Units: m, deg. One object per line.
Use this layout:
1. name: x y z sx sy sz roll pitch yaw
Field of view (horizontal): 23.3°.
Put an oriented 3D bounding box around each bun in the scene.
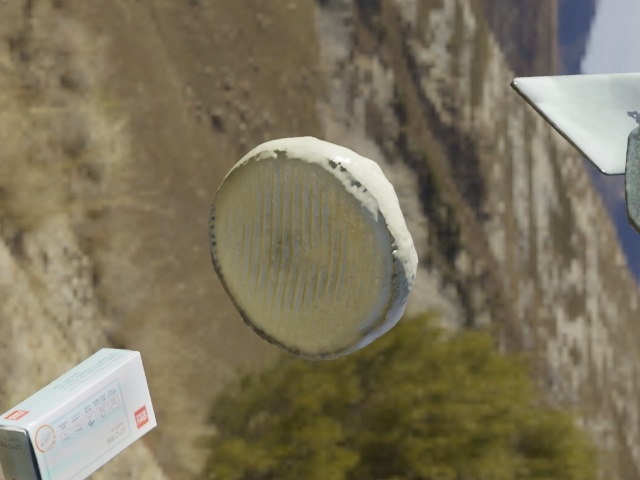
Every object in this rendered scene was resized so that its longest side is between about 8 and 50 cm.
1. bun: 0.000 0.000 1.925 0.146 0.287 0.287 -41 133 -56

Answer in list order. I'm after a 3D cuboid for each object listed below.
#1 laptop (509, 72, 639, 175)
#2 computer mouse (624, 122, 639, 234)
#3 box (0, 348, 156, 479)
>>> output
1. laptop: 0.369 -0.138 1.810 0.188 0.269 0.015 51 -47 37
2. computer mouse: 0.390 0.003 1.395 0.115 0.199 0.389 36 48 -52
3. box: -0.362 0.270 2.290 0.269 0.079 0.135 -36 121 -50
